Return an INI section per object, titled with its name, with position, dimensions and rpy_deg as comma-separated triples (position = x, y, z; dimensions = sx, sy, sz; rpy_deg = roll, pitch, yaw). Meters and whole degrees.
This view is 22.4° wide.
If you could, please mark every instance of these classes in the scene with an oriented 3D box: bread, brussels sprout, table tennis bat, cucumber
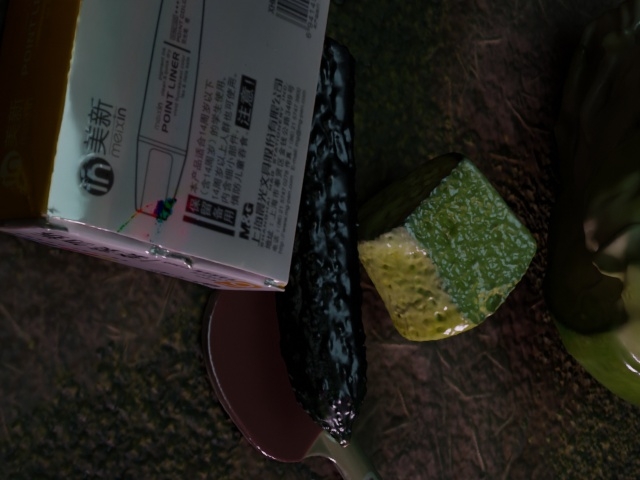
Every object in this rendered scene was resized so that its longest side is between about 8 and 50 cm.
[bread]
position = 0.089, 0.006, 1.261
dimensions = 0.129, 0.111, 0.114
rpy_deg = -48, 116, -33
[brussels sprout]
position = 0.337, -0.030, 1.411
dimensions = 0.314, 0.276, 0.371
rpy_deg = 12, 72, -31
[table tennis bat]
position = -0.009, 0.119, 1.221
dimensions = 0.138, 0.022, 0.246
rpy_deg = -49, 119, -36
[cucumber]
position = -0.002, 0.000, 1.178
dimensions = 0.072, 0.072, 0.300
rpy_deg = 7, 77, -45

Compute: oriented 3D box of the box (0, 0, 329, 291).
[box]
position = -0.104, -0.114, 1.080
dimensions = 0.220, 0.091, 0.274
rpy_deg = 20, 74, -42
